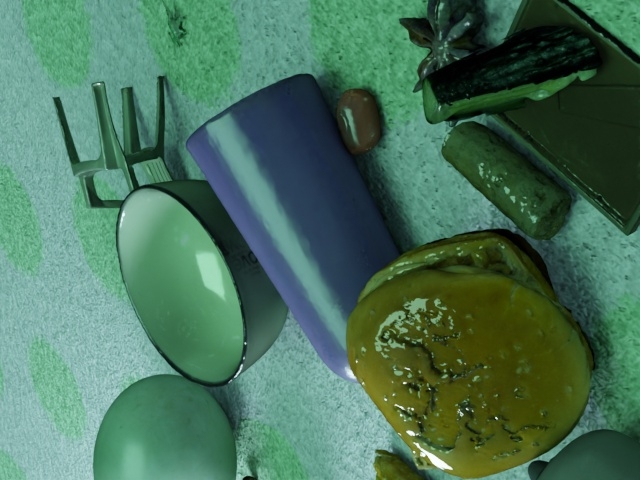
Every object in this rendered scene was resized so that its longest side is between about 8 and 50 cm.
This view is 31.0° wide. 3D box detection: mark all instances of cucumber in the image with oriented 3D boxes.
[{"bbox_3d":[0.212,-0.193,1.340,0.115,0.193,0.086,138,111,-82],"label":"cucumber"}]

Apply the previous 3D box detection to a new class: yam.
[{"bbox_3d":[0.234,-0.076,1.447,0.179,0.078,0.078,44,138,29],"label":"yam"}]

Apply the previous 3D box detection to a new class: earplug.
[{"bbox_3d":[0.000,0.000,1.683,0.215,0.215,0.456,-32,86,53],"label":"earplug"}]

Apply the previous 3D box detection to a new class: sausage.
[{"bbox_3d":[0.054,-0.169,1.638,0.059,0.054,0.094,6,114,50],"label":"sausage"}]

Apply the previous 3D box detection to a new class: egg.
[{"bbox_3d":[-0.298,0.433,2.216,0.276,0.276,0.389,29,130,40],"label":"egg"}]

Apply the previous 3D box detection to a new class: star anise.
[{"bbox_3d":[0.162,-0.247,1.456,0.180,0.061,0.205,-1,105,61],"label":"star anise"}]

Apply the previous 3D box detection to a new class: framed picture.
[{"bbox_3d":[0.309,-0.158,1.358,0.265,0.018,0.192,47,139,26],"label":"framed picture"}]

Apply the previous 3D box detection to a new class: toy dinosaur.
[{"bbox_3d":[-0.250,-0.366,1.944,0.083,0.021,0.062,60,156,7],"label":"toy dinosaur"}]

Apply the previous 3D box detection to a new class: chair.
[{"bbox_3d":[-0.334,-0.145,2.054,0.203,0.190,0.275,-1,100,53],"label":"chair"}]

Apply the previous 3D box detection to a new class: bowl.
[{"bbox_3d":[-0.168,0.049,1.923,0.353,0.185,0.354,28,129,41],"label":"bowl"}]

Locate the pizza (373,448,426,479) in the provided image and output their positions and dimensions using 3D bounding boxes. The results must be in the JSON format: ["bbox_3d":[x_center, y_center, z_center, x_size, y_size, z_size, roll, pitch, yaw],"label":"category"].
[{"bbox_3d":[0.156,0.515,1.862,0.280,0.075,0.288,40,136,33],"label":"pizza"}]

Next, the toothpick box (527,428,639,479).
[{"bbox_3d":[0.384,0.360,1.385,0.316,0.229,0.229,35,133,32],"label":"toothpick box"}]

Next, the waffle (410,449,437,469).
[{"bbox_3d":[0.189,0.295,1.729,0.148,0.042,0.103,-10,101,52],"label":"waffle"}]

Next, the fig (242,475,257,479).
[{"bbox_3d":[-0.109,0.588,2.157,0.321,0.216,0.217,65,148,35],"label":"fig"}]

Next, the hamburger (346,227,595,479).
[{"bbox_3d":[0.192,0.145,1.484,0.284,0.174,0.304,-31,105,27],"label":"hamburger"}]
